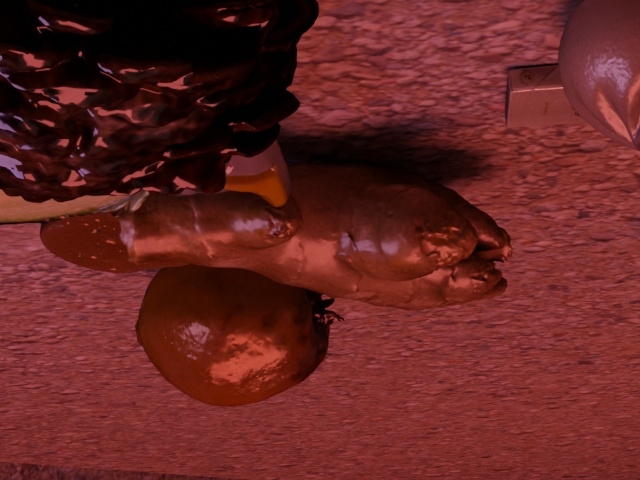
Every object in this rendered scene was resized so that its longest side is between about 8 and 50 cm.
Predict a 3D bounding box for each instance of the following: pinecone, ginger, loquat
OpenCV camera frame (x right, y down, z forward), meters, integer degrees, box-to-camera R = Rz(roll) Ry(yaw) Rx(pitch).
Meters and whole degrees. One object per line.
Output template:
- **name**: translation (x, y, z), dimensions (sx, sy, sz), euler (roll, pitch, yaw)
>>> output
- **pinecone**: translation (-0.141, -0.148, 0.926), dimensions (0.298, 0.242, 0.296), euler (6, 152, -22)
- **ginger**: translation (0.014, 0.010, 1.557), dimensions (0.375, 0.166, 0.236), euler (-12, -149, -39)
- **loquat**: translation (-0.089, 0.092, 1.871), dimensions (0.234, 0.176, 0.187), euler (-4, 180, 12)

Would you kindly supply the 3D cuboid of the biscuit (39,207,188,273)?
- **biscuit**: translation (-0.197, -0.020, 1.680), dimensions (0.170, 0.050, 0.170), euler (3, 158, 1)

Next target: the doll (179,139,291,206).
- **doll**: translation (-0.096, -0.104, 1.329), dimensions (0.145, 0.103, 0.316), euler (1, 158, 0)

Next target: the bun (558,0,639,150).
- **bun**: translation (0.266, -0.122, 1.296), dimensions (0.173, 0.120, 0.173), euler (-1, 164, 0)

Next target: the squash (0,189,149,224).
- **squash**: translation (-0.223, -0.086, 1.259), dimensions (0.220, 0.133, 0.220), euler (3, 162, 1)

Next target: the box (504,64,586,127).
- **box**: translation (0.240, -0.124, 1.445), dimensions (0.167, 0.024, 0.090), euler (-4, 163, 3)
